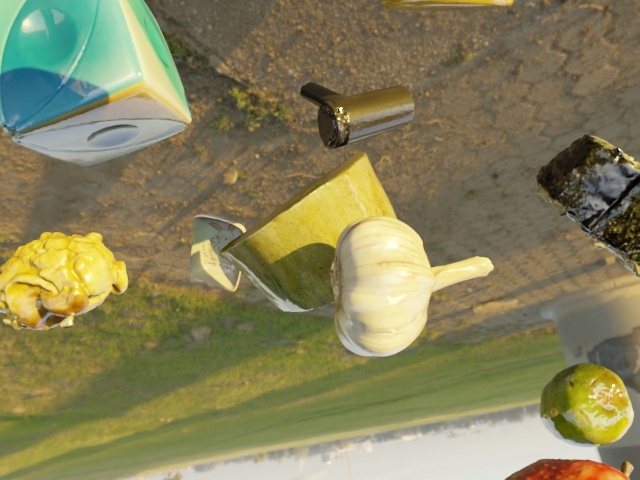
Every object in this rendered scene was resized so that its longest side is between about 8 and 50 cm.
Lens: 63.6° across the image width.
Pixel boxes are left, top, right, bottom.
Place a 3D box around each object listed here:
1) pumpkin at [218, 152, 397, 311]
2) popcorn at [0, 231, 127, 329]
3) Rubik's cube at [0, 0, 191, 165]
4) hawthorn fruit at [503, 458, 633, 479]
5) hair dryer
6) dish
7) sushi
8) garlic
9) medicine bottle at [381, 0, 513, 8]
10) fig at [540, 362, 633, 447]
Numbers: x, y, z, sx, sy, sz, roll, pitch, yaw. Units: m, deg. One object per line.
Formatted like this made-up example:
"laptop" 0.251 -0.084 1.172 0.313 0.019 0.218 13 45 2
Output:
"pumpkin" 0.000 0.000 0.961 0.332 0.199 0.332 -35 -176 3
"popcorn" -0.394 0.055 0.789 0.194 0.140 0.163 -16 -162 33
"Rubik's cube" -0.548 -0.405 1.225 0.352 0.351 0.347 -24 176 1
"hawthorn fruit" 0.310 0.352 0.611 0.253 0.205 0.205 -23 166 -26
"hair dryer" 0.043 -0.282 1.058 0.197 0.251 0.089 -22 131 -27
"dish" -0.283 0.025 1.452 0.151 0.077 0.212 16 118 6
"sushi" 0.607 -0.057 1.021 0.350 0.211 0.170 35 111 -6
"garlic" 0.127 0.059 0.711 0.226 0.199 0.199 -4 158 -8
"medicine bottle" 0.230 -0.533 0.911 0.238 0.231 0.238 -1 -157 0
"fig" 0.547 0.365 1.119 0.167 0.167 0.233 7 148 -37
